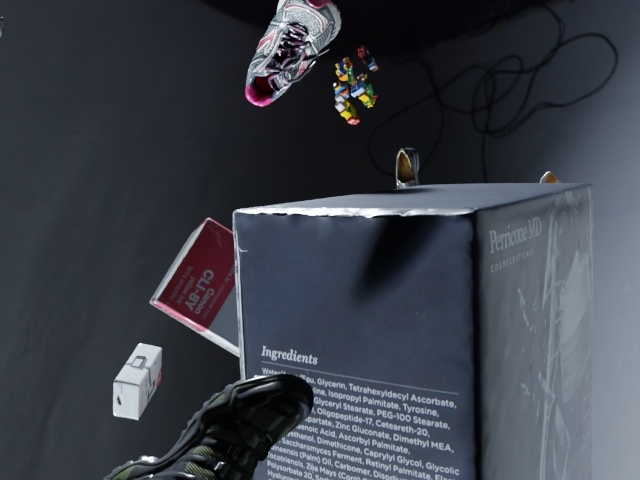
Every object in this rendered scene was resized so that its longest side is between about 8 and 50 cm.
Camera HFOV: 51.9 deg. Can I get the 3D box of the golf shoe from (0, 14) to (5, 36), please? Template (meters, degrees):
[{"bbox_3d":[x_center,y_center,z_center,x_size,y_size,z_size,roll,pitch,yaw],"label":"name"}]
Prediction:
[{"bbox_3d":[-0.632,-0.330,1.008,0.105,0.273,0.120,-27,68,46],"label":"golf shoe"}]

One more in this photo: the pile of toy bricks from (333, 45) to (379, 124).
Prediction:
[{"bbox_3d":[0.103,-0.379,1.639,0.118,0.105,0.212,-27,40,26],"label":"pile of toy bricks"}]

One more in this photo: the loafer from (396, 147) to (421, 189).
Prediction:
[{"bbox_3d":[0.198,-0.129,1.512,0.062,0.061,0.170,-9,88,27],"label":"loafer"}]

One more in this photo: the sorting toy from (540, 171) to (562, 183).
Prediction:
[{"bbox_3d":[0.486,-0.090,1.401,0.075,0.083,0.045,-41,37,10],"label":"sorting toy"}]

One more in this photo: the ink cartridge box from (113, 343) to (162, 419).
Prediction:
[{"bbox_3d":[-0.436,0.337,1.574,0.150,0.063,0.109,-73,-7,-63],"label":"ink cartridge box"}]

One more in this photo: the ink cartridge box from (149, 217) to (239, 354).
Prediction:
[{"bbox_3d":[-0.088,0.140,1.147,0.160,0.385,0.279,-60,11,-13],"label":"ink cartridge box"}]

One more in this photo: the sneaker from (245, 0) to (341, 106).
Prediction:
[{"bbox_3d":[-0.056,-0.352,1.228,0.112,0.121,0.299,-66,11,-26],"label":"sneaker"}]

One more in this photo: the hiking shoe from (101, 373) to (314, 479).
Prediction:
[{"bbox_3d":[-0.088,0.213,0.576,0.227,0.086,0.114,-36,43,-7],"label":"hiking shoe"}]

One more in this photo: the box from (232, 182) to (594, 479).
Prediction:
[{"bbox_3d":[0.154,0.171,0.846,0.297,0.480,0.471,1,98,34],"label":"box"}]
